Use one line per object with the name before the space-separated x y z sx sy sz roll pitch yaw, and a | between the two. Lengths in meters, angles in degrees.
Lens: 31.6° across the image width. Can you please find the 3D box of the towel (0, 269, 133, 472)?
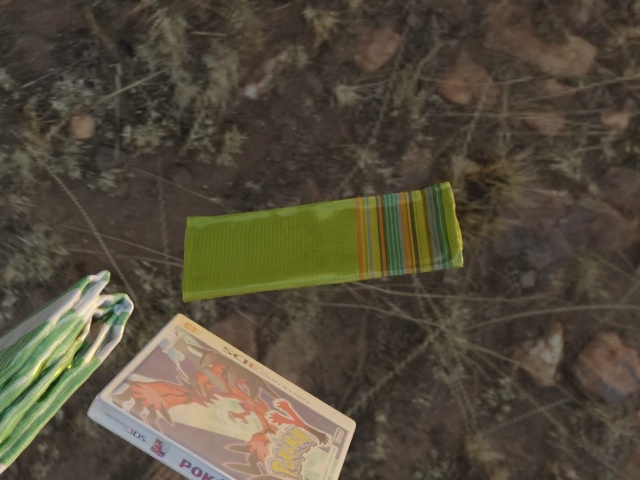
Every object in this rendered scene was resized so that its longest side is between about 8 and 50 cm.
towel | -0.242 0.162 0.568 0.038 0.248 0.325 47 45 -14

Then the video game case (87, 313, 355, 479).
video game case | -0.066 0.139 0.878 0.183 0.201 0.023 32 107 1

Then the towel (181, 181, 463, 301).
towel | 0.000 0.000 0.965 0.237 0.102 0.021 -7 129 3
